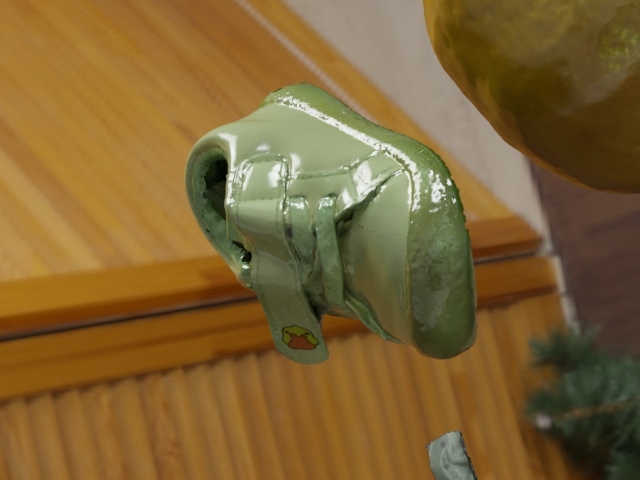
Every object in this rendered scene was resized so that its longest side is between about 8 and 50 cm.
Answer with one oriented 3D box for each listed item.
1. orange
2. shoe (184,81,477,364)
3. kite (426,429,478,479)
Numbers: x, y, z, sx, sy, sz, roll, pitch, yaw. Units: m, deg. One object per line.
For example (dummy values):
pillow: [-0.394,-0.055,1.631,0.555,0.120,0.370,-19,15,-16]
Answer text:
orange: [0.202,-0.167,1.112,0.235,0.279,0.279,-42,67,33]
shoe: [0.007,-0.002,1.071,0.262,0.128,0.140,48,164,50]
kite: [0.085,0.191,0.640,0.229,0.012,0.250,-19,76,20]
